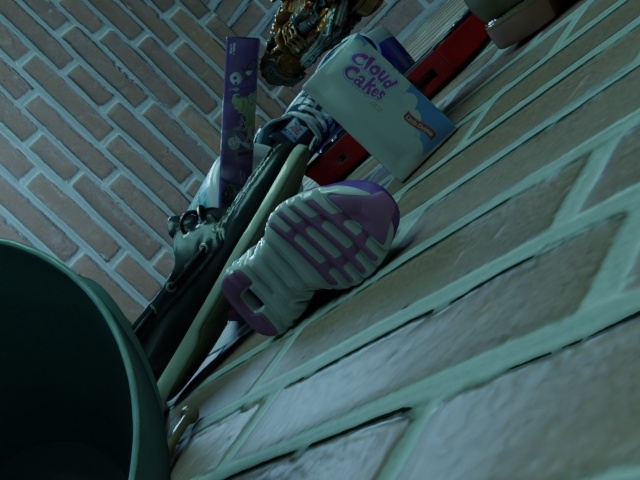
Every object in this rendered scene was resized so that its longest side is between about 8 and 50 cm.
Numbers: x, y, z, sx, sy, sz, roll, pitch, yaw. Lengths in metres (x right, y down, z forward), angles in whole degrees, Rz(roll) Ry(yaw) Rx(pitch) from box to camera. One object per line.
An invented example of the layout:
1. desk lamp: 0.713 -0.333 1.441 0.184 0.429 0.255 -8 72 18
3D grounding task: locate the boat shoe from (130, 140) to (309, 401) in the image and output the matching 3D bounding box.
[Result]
1. boat shoe: -0.134 0.018 1.125 0.340 0.113 0.127 -60 -9 18

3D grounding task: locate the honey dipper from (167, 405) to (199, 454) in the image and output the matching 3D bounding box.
1. honey dipper: -0.137 0.186 0.873 0.030 0.030 0.160 -43 5 20

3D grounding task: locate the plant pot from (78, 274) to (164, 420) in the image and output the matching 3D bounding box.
1. plant pot: -0.294 0.163 0.938 0.235 0.293 0.293 -24 -4 -28

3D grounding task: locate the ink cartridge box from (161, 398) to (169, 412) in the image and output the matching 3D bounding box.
1. ink cartridge box: -0.253 0.250 1.169 0.181 0.056 0.224 -46 -11 -4

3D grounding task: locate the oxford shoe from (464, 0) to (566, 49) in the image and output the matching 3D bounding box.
1. oxford shoe: 0.278 -0.360 1.045 0.397 0.146 0.140 -37 11 48

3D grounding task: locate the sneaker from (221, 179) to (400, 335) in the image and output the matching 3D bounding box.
1. sneaker: 0.000 0.000 0.895 0.104 0.095 0.236 -42 2 -39

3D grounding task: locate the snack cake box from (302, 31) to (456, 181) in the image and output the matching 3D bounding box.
1. snack cake box: 0.065 -0.167 1.169 0.089 0.152 0.264 -44 8 9

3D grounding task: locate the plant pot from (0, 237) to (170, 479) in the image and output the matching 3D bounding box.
1. plant pot: -0.215 0.168 0.615 0.290 0.290 0.195 -48 -28 -13

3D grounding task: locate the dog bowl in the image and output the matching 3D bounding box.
1. dog bowl: 0.061 -0.290 1.912 0.265 0.104 0.265 -42 -1 -1

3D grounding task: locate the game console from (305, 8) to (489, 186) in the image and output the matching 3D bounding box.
1. game console: 0.144 -0.260 1.616 0.386 0.060 0.342 -41 9 30

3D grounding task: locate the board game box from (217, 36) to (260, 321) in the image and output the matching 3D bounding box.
1. board game box: -0.112 -0.081 1.285 0.208 0.056 0.346 -156 69 -80

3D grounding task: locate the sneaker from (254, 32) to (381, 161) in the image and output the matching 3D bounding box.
1. sneaker: -0.006 -0.210 1.565 0.282 0.099 0.153 -51 -1 13

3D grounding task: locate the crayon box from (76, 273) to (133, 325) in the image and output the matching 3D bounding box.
1. crayon box: -0.409 0.230 1.475 0.318 0.202 0.081 -46 8 5

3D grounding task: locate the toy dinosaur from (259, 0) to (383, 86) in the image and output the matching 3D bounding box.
1. toy dinosaur: 0.036 -0.323 1.196 0.322 0.164 0.218 -24 40 27

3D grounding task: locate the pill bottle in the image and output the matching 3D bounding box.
1. pill bottle: -0.133 -0.033 1.537 0.146 0.146 0.264 -50 1 -31
